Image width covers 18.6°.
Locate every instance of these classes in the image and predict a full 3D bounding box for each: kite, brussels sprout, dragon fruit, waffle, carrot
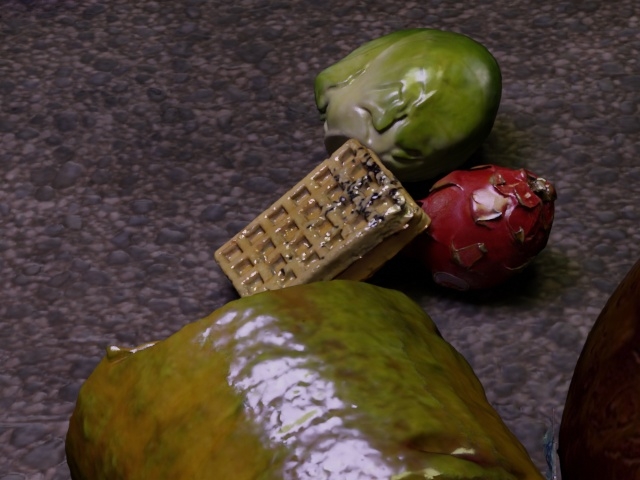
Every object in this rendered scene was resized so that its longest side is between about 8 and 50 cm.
[{"bbox_3d":[0.138,0.173,1.207,0.011,0.139,0.156,6,0,2],"label":"kite"},{"bbox_3d":[0.076,-0.107,1.572,0.155,0.117,0.155,-21,35,15],"label":"brussels sprout"},{"bbox_3d":[0.094,-0.003,1.476,0.190,0.094,0.094,-12,29,36],"label":"dragon fruit"},{"bbox_3d":[0.000,0.000,1.452,0.148,0.042,0.102,-39,41,3],"label":"waffle"},{"bbox_3d":[-0.002,0.151,1.145,0.241,0.241,0.341,-20,41,-18],"label":"carrot"}]

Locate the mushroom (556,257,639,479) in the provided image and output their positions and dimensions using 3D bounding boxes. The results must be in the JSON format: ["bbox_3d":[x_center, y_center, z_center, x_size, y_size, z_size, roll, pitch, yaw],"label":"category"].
[{"bbox_3d":[0.281,0.084,1.138,0.345,0.239,0.345,-17,59,30],"label":"mushroom"}]
